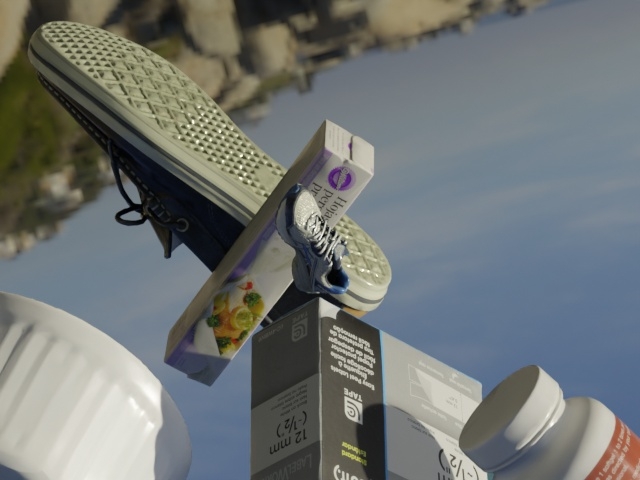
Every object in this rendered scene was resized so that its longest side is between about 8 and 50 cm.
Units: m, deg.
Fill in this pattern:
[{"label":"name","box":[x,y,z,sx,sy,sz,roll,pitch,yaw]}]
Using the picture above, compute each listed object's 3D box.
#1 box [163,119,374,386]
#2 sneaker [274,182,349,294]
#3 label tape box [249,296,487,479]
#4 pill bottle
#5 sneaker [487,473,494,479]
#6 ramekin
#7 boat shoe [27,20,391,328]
[{"label":"box","box":[-0.058,0.018,1.751,0.324,0.063,0.067,-53,-162,26]},{"label":"sneaker","box":[0.000,0.000,1.600,0.058,0.135,0.052,17,-127,33]},{"label":"label tape box","box":[0.053,0.262,1.632,0.249,0.348,0.115,30,132,-35]},{"label":"pill bottle","box":[0.217,0.204,1.326,0.121,0.216,0.121,-45,-171,9]},{"label":"sneaker","box":[0.261,0.262,1.812,0.262,0.104,0.125,15,153,-24]},{"label":"ramekin","box":[-0.256,0.180,1.336,0.277,0.277,0.135,-11,-142,33]},{"label":"boat shoe","box":[-0.149,-0.060,1.898,0.156,0.500,0.187,-49,-178,26]}]
